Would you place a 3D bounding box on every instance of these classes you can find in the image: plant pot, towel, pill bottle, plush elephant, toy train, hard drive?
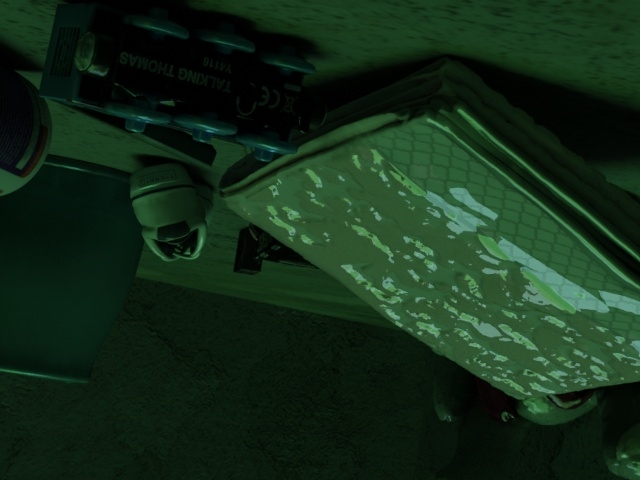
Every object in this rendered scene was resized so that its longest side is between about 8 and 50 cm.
[{"bbox_3d":[-0.351,0.037,1.757,0.271,0.255,0.271,9,173,1],"label":"plant pot"},{"bbox_3d":[0.120,0.015,1.079,0.332,0.053,0.317,35,155,-19],"label":"towel"},{"bbox_3d":[-0.286,-0.099,1.083,0.108,0.108,0.193,7,173,13],"label":"pill bottle"},{"bbox_3d":[0.183,0.064,1.371,0.272,0.330,0.255,-14,137,42],"label":"plush elephant"},{"bbox_3d":[-0.085,-0.103,0.932,0.184,0.080,0.105,11,-177,-37],"label":"toy train"},{"bbox_3d":[-0.155,-0.098,1.205,0.094,0.022,0.135,24,-179,24],"label":"hard drive"}]

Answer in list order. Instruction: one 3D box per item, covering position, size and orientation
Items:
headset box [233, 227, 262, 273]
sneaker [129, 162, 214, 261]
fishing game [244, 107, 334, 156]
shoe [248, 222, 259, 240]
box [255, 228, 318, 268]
[{"bbox_3d":[-0.102,0.016,2.106,0.032,0.062,0.083,10,173,-12],"label":"headset box"},{"bbox_3d":[-0.169,-0.019,1.642,0.094,0.091,0.258,-11,172,4],"label":"sneaker"},{"bbox_3d":[-0.039,-0.088,1.156,0.189,0.041,0.264,8,175,37],"label":"fishing game"},{"bbox_3d":[0.000,0.000,1.790,0.178,0.063,0.081,12,180,10],"label":"shoe"},{"bbox_3d":[0.099,0.004,1.638,0.322,0.079,0.257,10,176,-7],"label":"box"}]
